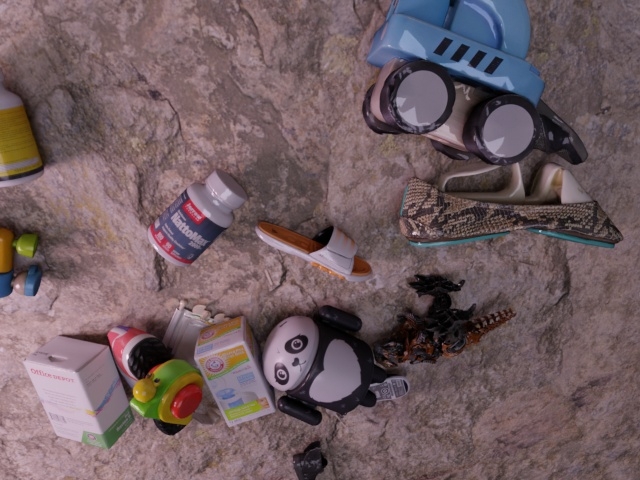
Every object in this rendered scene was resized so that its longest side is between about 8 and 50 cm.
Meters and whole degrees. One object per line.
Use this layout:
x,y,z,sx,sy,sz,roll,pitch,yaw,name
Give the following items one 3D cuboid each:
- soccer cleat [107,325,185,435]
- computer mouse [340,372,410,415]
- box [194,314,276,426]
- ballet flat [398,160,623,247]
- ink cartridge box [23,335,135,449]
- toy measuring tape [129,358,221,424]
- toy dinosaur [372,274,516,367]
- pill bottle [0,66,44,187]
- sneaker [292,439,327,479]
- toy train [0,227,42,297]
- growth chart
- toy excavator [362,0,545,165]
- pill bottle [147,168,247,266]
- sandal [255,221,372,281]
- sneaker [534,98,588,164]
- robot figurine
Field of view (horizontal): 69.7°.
-0.374,0.314,1.031,0.108,0.116,0.318,-42,137,-35,soccer cleat
0.129,0.374,1.155,0.192,0.042,0.106,-14,111,4,computer mouse
-0.184,0.285,1.008,0.114,0.103,0.203,-18,114,-1,box
0.401,-0.077,0.937,0.482,0.164,0.182,1,101,-6,ballet flat
-0.508,0.321,0.977,0.154,0.093,0.213,3,118,21,ink cartridge box
-0.277,0.325,0.978,0.121,0.121,0.330,-27,150,4,toy measuring tape
0.277,0.199,1.065,0.321,0.164,0.219,-28,131,-15,toy dinosaur
-0.543,-0.188,0.767,0.103,0.103,0.184,-6,115,-6,pill bottle
-0.019,0.614,1.233,0.089,0.051,0.170,-15,112,3,sneaker
-0.596,-0.004,0.849,0.143,0.105,0.248,8,113,-23,toy train
-0.243,0.238,1.048,0.237,0.021,0.172,31,106,-20,growth chart
0.188,-0.390,0.745,0.432,0.222,0.446,18,100,-8,toy excavator
-0.230,-0.046,0.875,0.180,0.108,0.108,-43,113,11,pill bottle
0.000,0.004,0.934,0.265,0.102,0.076,22,112,-15,sandal
0.417,-0.199,0.915,0.227,0.087,0.130,32,108,-17,sneaker
0.007,0.276,1.015,0.278,0.209,0.173,28,133,-19,robot figurine
